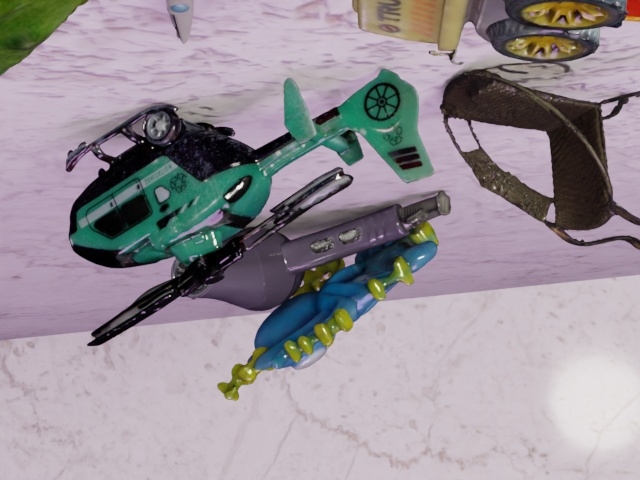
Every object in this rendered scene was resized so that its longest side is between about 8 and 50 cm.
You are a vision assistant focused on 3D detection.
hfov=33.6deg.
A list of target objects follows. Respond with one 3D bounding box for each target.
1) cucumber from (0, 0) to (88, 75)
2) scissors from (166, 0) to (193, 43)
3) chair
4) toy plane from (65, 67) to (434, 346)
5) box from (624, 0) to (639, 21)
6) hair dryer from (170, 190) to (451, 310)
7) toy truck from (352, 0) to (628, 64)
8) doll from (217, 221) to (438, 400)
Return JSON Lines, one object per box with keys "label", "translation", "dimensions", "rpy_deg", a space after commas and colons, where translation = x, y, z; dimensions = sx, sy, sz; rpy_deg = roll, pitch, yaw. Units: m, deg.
{"label": "cucumber", "translation": [-0.232, -0.115, 0.526], "dimensions": [0.145, 0.105, 0.325], "rpy_deg": [1, 172, -39]}
{"label": "scissors", "translation": [-0.086, -0.149, 0.651], "dimensions": [0.058, 0.014, 0.119], "rpy_deg": [-3, 167, -6]}
{"label": "chair", "translation": [0.213, -0.075, 0.905], "dimensions": [0.213, 0.149, 0.174], "rpy_deg": [2, 171, -16]}
{"label": "toy plane", "translation": [-0.085, -0.045, 0.905], "dimensions": [0.382, 0.155, 0.106], "rpy_deg": [-27, 163, 20]}
{"label": "box", "translation": [0.243, -0.168, 0.556], "dimensions": [0.240, 0.074, 0.153], "rpy_deg": [-2, 174, -24]}
{"label": "hair dryer", "translation": [0.000, 0.000, 1.416], "dimensions": [0.361, 0.121, 0.301], "rpy_deg": [-21, 173, 18]}
{"label": "toy truck", "translation": [0.046, -0.153, 0.380], "dimensions": [0.157, 0.124, 0.272], "rpy_deg": [5, 175, 3]}
{"label": "doll", "translation": [0.028, 0.097, 1.534], "dimensions": [0.341, 0.098, 0.346], "rpy_deg": [-29, -168, 22]}
